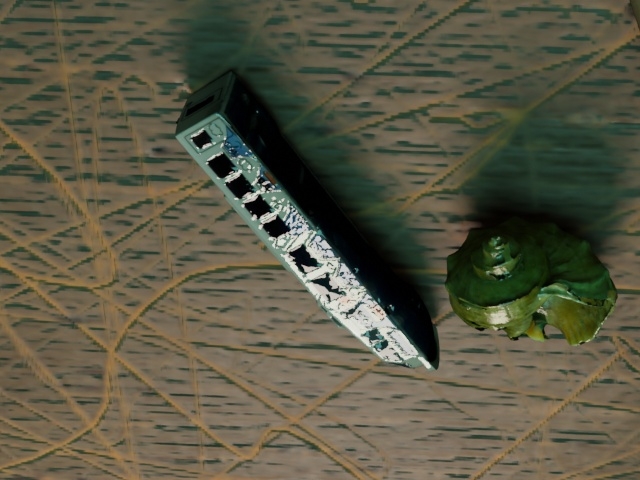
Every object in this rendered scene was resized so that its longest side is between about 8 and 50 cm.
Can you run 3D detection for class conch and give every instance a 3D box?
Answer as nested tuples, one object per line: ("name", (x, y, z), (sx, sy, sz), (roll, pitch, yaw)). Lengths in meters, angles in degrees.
("conch", (0.117, 0.029, 0.720), (0.089, 0.074, 0.121), (15, 158, 36))

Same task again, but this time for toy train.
("toy train", (0.000, 0.000, 0.729), (0.047, 0.043, 0.207), (-28, 119, 25))

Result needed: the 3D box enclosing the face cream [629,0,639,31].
("face cream", (0.185, -0.140, 0.599), (0.137, 0.084, 0.341), (-13, 116, 14))
